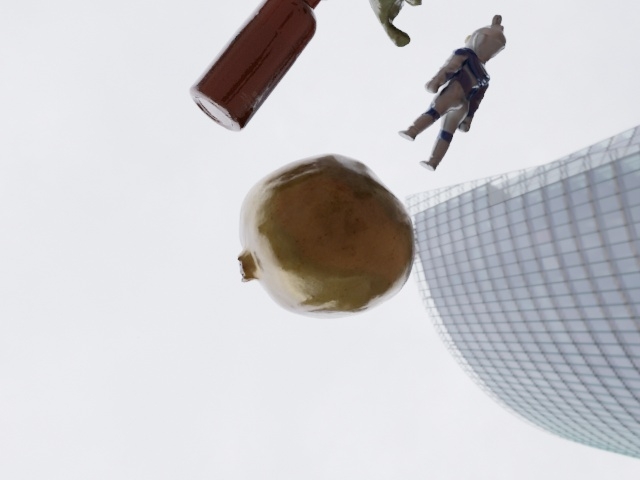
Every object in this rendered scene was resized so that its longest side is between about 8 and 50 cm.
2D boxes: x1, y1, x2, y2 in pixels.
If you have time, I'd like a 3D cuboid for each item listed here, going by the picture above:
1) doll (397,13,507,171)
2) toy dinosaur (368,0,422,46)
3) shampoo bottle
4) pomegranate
[{"bbox_3d":[0.191,-0.210,0.952,0.227,0.057,0.114,-55,-46,-6],"label":"doll"},{"bbox_3d":[0.011,-0.134,0.330,0.119,0.029,0.060,20,-143,-36],"label":"toy dinosaur"},{"bbox_3d":[-0.060,-0.248,0.854,0.085,0.085,0.244,36,-103,-7],"label":"shampoo bottle"},{"bbox_3d":[0.006,-0.004,0.905,0.233,0.233,0.233,2,-98,-14],"label":"pomegranate"}]
